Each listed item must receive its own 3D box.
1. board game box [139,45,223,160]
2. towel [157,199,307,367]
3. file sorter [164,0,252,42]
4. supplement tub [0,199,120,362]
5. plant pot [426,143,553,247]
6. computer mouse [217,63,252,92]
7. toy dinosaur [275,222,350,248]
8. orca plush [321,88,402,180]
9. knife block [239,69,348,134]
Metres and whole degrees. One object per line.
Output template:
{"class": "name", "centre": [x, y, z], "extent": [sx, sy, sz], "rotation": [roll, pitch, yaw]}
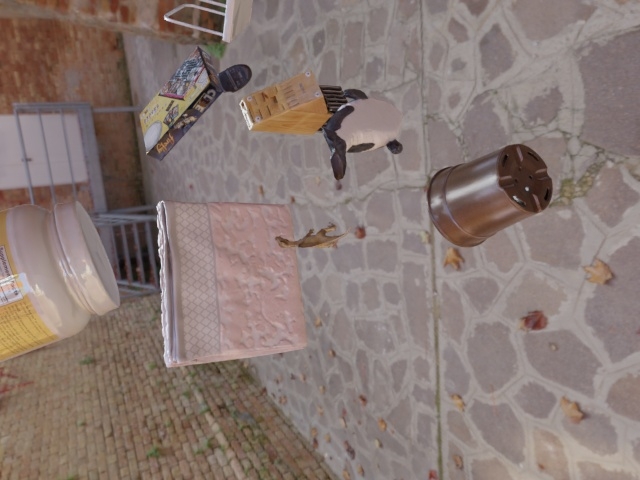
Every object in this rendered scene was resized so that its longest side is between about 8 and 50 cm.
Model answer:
{"class": "board game box", "centre": [-0.344, -0.332, 1.138], "extent": [0.243, 0.042, 0.165], "rotation": [-40, 52, 21]}
{"class": "towel", "centre": [-0.173, 0.078, 0.975], "extent": [0.053, 0.317, 0.331], "rotation": [-18, 76, 49]}
{"class": "file sorter", "centre": [-0.248, -0.646, 1.084], "extent": [0.192, 0.173, 0.277], "rotation": [-80, 6, -52]}
{"class": "supplement tub", "centre": [-0.539, 0.079, 0.778], "extent": [0.241, 0.332, 0.240], "rotation": [56, 159, 36]}
{"class": "plant pot", "centre": [0.308, -0.085, 0.848], "extent": [0.165, 0.167, 0.166], "rotation": [-29, 73, 63]}
{"class": "computer mouse", "centre": [-0.318, -0.465, 1.424], "extent": [0.041, 0.242, 0.071], "rotation": [-97, -17, -72]}
{"class": "toy dinosaur", "centre": [0.000, 0.000, 0.938], "extent": [0.183, 0.093, 0.053], "rotation": [-8, 101, 31]}
{"class": "orca plush", "centre": [0.063, -0.178, 0.859], "extent": [0.151, 0.287, 0.102], "rotation": [39, 129, -10]}
{"class": "knife block", "centre": [-0.051, -0.339, 1.271], "extent": [0.242, 0.276, 0.088], "rotation": [61, -173, -73]}
